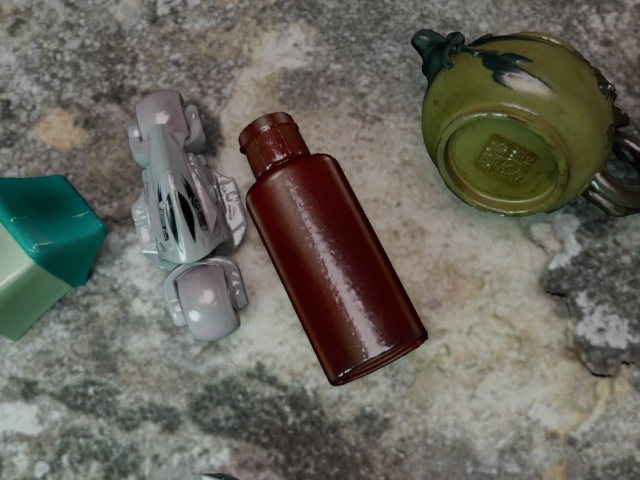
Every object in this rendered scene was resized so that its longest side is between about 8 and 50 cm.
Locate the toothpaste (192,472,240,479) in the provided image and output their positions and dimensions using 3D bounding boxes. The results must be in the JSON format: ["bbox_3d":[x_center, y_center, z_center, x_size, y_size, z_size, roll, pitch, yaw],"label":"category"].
[{"bbox_3d":[0.044,0.282,0.831,0.336,0.067,0.081,15,77,9],"label":"toothpaste"}]

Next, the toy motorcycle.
[{"bbox_3d":[-0.129,-0.031,0.922,0.112,0.112,0.254,-16,73,-1],"label":"toy motorcycle"}]

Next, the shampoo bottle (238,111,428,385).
[{"bbox_3d":[0.000,0.000,0.925,0.102,0.064,0.260,-26,71,0],"label":"shampoo bottle"}]

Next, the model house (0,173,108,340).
[{"bbox_3d":[-0.281,0.004,0.914,0.149,0.127,0.100,-40,74,-5],"label":"model house"}]

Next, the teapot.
[{"bbox_3d":[0.201,-0.119,0.909,0.269,0.173,0.182,25,51,2],"label":"teapot"}]
